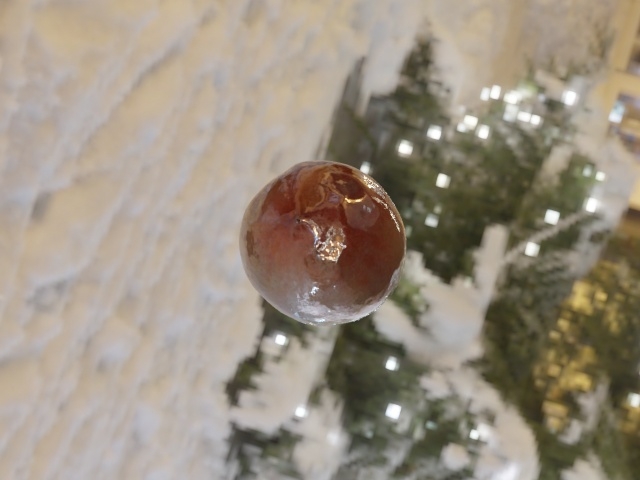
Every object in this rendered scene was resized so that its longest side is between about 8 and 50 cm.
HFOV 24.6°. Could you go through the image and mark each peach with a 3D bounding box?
[{"bbox_3d":[0.002,0.000,0.699,0.083,0.083,0.083,17,90,-80],"label":"peach"}]
